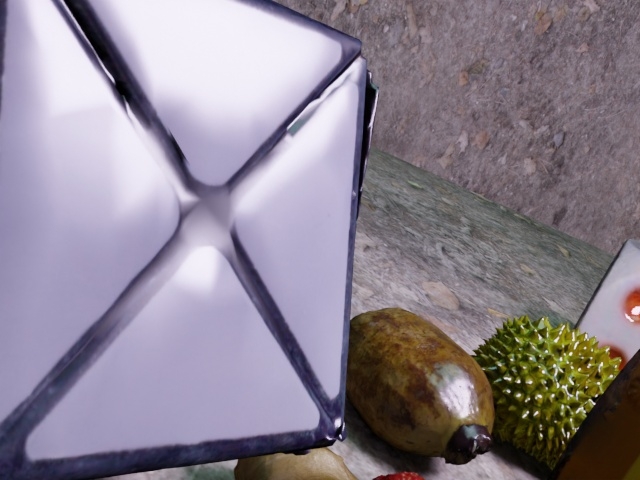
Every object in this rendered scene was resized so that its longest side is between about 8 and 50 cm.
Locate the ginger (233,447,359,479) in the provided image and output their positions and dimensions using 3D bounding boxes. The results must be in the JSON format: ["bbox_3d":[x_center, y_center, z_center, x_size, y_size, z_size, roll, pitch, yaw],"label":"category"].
[{"bbox_3d":[0.026,0.213,0.588,0.236,0.166,0.375,-5,22,9],"label":"ginger"}]

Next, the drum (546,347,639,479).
[{"bbox_3d":[0.364,0.220,0.677,0.431,0.431,0.214,12,20,-45],"label":"drum"}]

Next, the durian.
[{"bbox_3d":[0.294,0.198,1.122,0.237,0.177,0.200,42,38,12],"label":"durian"}]

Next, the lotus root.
[{"bbox_3d":[0.106,0.163,0.984,0.145,0.129,0.260,3,19,-26],"label":"lotus root"}]

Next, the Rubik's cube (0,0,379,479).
[{"bbox_3d":[-0.172,-0.017,0.608,0.305,0.307,0.310,1,-6,41],"label":"Rubik's cube"}]

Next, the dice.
[{"bbox_3d":[0.568,0.163,1.519,0.251,0.259,0.243,31,14,17],"label":"dice"}]

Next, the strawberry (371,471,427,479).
[{"bbox_3d":[0.074,0.241,0.775,0.083,0.083,0.096,30,-14,13],"label":"strawberry"}]
